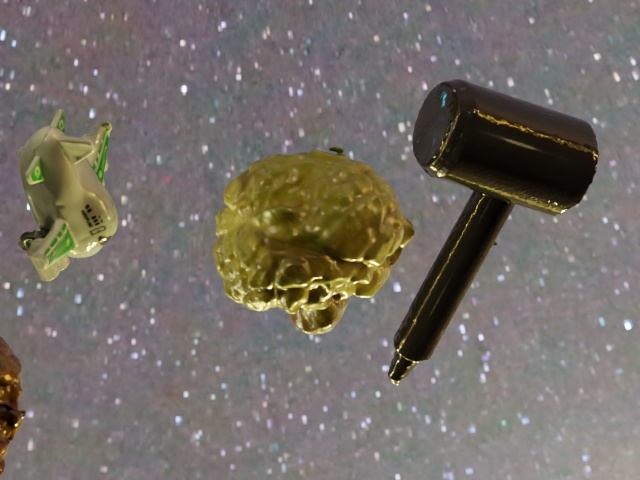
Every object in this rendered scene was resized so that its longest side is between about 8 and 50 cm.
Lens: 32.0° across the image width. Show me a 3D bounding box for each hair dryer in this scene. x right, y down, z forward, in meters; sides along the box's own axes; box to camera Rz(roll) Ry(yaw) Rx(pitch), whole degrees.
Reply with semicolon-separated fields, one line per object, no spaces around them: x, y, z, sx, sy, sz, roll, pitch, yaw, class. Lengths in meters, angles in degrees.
0.091;0.003;0.818;0.114;0.070;0.248;16;-60;-21;hair dryer

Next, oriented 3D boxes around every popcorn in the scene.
0.000;0.000;1.412;0.251;0.206;0.237;15;-69;-34;popcorn

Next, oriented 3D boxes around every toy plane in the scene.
-0.237;-0.045;1.063;0.080;0.174;0.174;9;-46;10;toy plane

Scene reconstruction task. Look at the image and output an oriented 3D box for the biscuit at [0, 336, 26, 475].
-0.495;0.200;1.313;0.289;0.334;0.081;-37;-39;-7;biscuit
